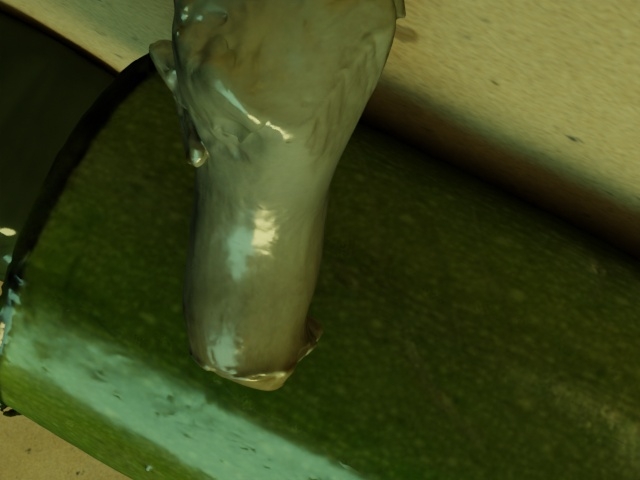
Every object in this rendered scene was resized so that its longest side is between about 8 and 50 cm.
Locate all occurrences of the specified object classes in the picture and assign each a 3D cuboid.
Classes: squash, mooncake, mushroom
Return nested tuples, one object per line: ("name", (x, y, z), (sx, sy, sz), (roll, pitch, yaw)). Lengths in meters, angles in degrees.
("squash", (0.027, 0.071, 0.921), (0.384, 0.263, 0.263), (27, 172, 7))
("mooncake", (-0.288, -0.080, 1.287), (0.351, 0.187, 0.351), (27, 170, 5))
("mushroom", (-0.023, -0.037, 0.691), (0.099, 0.096, 0.278), (-9, 142, -15))
